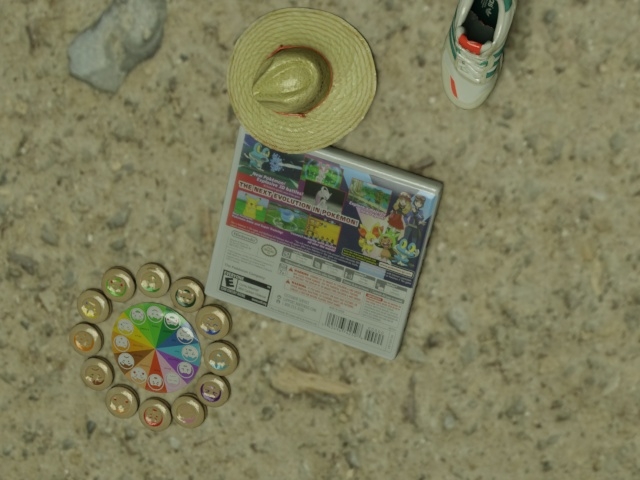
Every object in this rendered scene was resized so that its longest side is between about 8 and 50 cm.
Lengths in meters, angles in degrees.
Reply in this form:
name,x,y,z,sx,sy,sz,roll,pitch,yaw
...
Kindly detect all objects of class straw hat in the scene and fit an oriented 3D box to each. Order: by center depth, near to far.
name,x,y,z,sx,sy,sz,roll,pitch,yaw
straw hat,-0.027,-0.144,1.472,0.144,0.061,0.144,3,100,15

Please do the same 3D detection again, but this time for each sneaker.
name,x,y,z,sx,sy,sz,roll,pitch,yaw
sneaker,0.130,-0.170,1.398,0.057,0.075,0.161,25,132,10

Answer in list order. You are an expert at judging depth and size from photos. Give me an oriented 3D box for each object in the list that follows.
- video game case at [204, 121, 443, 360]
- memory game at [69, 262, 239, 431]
name,x,y,z,sx,sy,sz,roll,pitch,yaw
video game case,0.000,0.000,1.547,0.201,0.023,0.183,19,113,13
memory game,-0.170,0.110,1.648,0.186,0.012,0.186,6,110,16
